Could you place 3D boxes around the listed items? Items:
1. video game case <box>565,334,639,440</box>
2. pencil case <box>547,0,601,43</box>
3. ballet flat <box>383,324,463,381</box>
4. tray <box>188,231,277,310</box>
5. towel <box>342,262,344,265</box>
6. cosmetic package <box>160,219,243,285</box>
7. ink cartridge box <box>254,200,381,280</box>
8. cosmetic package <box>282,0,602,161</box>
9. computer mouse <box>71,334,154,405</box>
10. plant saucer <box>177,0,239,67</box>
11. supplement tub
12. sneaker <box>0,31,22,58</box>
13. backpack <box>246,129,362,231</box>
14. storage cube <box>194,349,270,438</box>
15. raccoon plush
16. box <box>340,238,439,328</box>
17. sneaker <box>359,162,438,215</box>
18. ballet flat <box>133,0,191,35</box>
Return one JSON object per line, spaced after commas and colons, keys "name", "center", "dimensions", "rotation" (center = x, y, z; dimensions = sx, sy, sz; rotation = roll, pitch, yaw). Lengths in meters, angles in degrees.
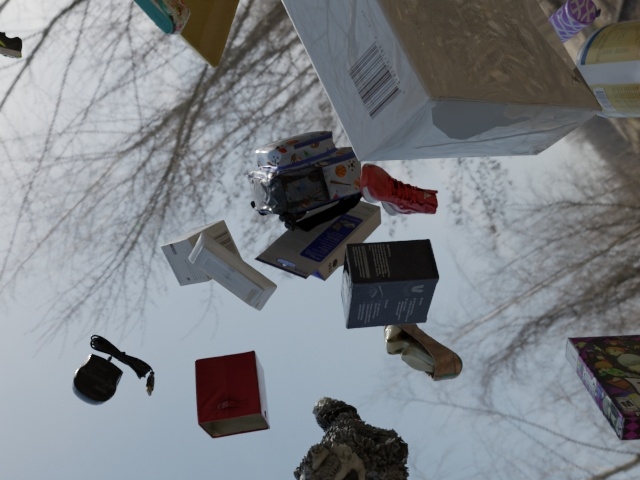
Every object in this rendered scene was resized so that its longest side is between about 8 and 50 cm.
{"name": "video game case", "center": [0.490, 0.195, 0.952], "dimensions": [0.210, 0.232, 0.041], "rotation": [-89, -4, -69]}
{"name": "pencil case", "center": [0.598, -0.541, 1.713], "dimensions": [0.086, 0.206, 0.088], "rotation": [11, -102, -16]}
{"name": "ballet flat", "center": [0.240, 0.282, 1.840], "dimensions": [0.106, 0.107, 0.316], "rotation": [-17, -155, -30]}
{"name": "tray", "center": [-0.266, 0.100, 2.012], "dimensions": [0.270, 0.145, 0.030], "rotation": [36, -138, 0]}
{"name": "towel", "center": [0.020, 0.033, 1.909], "dimensions": [0.148, 0.027, 0.110], "rotation": [-24, -91, -54]}
{"name": "cosmetic package", "center": [-0.379, 0.041, 2.181], "dimensions": [0.151, 0.184, 0.151], "rotation": [-33, -77, -40]}
{"name": "ink cartridge box", "center": [0.000, 0.000, 1.732], "dimensions": [0.333, 0.165, 0.065], "rotation": [-41, -41, -37]}
{"name": "cosmetic package", "center": [0.082, -0.258, 0.659], "dimensions": [0.284, 0.097, 0.377], "rotation": [-9, -112, -41]}
{"name": "computer mouse", "center": [-0.471, 0.325, 1.555], "dimensions": [0.184, 0.060, 0.262], "rotation": [33, -170, -16]}
{"name": "plant saucer", "center": [-0.369, -0.702, 1.901], "dimensions": [0.333, 0.081, 0.332], "rotation": [40, -122, -52]}
{"name": "supplement tub", "center": [0.483, -0.248, 0.981], "dimensions": [0.144, 0.144, 0.200], "rotation": [42, 174, -23]}
{"name": "sneaker", "center": [-0.490, -0.299, 1.031], "dimensions": [0.083, 0.035, 0.031], "rotation": [13, 179, -17]}
{"name": "backpack", "center": [-0.028, -0.158, 1.663], "dimensions": [0.276, 0.263, 0.213], "rotation": [-153, 54, -64]}
{"name": "storage cube", "center": [-0.257, 0.454, 2.017], "dimensions": [0.215, 0.184, 0.193], "rotation": [80, -179, -60]}
{"name": "raccoon plush", "center": [-0.005, 0.510, 1.624], "dimensions": [0.299, 0.216, 0.446], "rotation": [18, 177, -32]}
{"name": "box", "center": [0.123, 0.082, 1.263], "dimensions": [0.156, 0.158, 0.093], "rotation": [94, 171, -52]}
{"name": "sneaker", "center": [0.175, -0.108, 1.432], "dimensions": [0.221, 0.128, 0.087], "rotation": [21, -107, -60]}
{"name": "ballet flat", "center": [-0.359, -0.525, 1.393], "dimensions": [0.241, 0.091, 0.077], "rotation": [50, -127, -16]}
